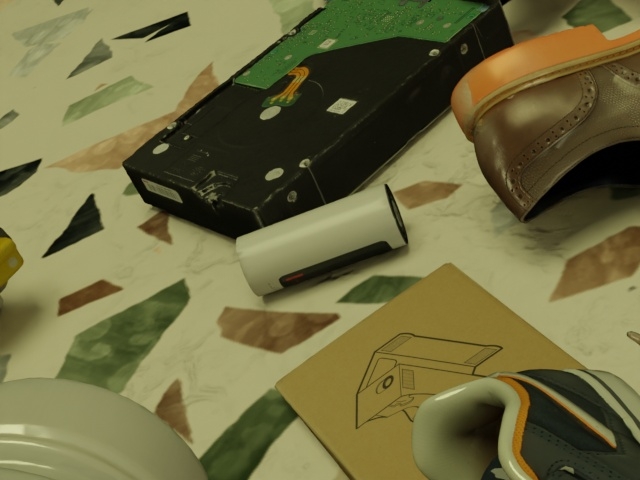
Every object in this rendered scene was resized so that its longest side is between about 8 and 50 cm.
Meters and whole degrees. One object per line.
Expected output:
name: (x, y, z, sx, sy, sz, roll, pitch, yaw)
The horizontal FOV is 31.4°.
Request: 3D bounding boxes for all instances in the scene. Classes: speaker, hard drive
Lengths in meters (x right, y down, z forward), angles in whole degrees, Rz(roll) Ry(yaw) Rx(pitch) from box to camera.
speaker: (0.000, 0.000, 0.944, 0.136, 0.055, 0.055, -20, 33, 9)
hard drive: (-0.002, -0.132, 1.122, 0.339, 0.064, 0.237, -43, 37, -23)

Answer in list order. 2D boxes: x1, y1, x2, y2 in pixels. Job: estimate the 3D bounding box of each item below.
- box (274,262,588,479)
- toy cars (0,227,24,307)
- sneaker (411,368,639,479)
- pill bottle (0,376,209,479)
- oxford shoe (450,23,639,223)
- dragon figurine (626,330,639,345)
box: (0.077, 0.105, 0.777, 0.164, 0.021, 0.201, -33, 34, -10)
toy cars: (-0.442, 0.090, 1.101, 0.393, 0.087, 0.176, -24, 28, 10)
sneaker: (0.147, 0.161, 0.530, 0.127, 0.126, 0.321, 2, 17, -21)
pill bottle: (-0.178, 0.252, 0.537, 0.224, 0.224, 0.392, -16, 25, 16)
oxford shoe: (0.292, -0.107, 0.872, 0.363, 0.130, 0.133, -18, 66, 0)
dragon figurine: (0.269, -0.004, 0.735, 0.289, 0.085, 0.144, -34, 31, -20)
